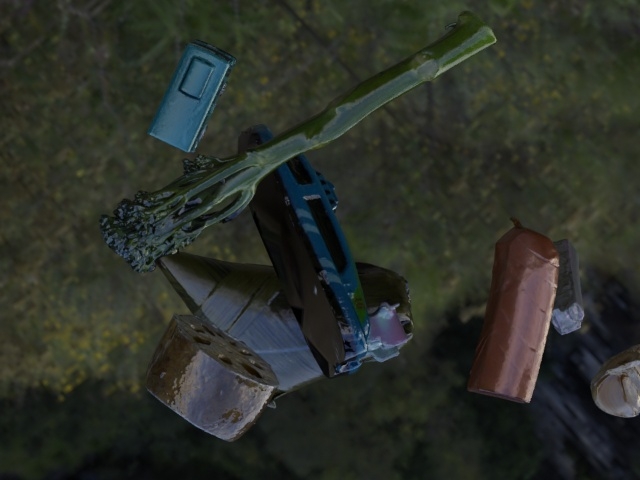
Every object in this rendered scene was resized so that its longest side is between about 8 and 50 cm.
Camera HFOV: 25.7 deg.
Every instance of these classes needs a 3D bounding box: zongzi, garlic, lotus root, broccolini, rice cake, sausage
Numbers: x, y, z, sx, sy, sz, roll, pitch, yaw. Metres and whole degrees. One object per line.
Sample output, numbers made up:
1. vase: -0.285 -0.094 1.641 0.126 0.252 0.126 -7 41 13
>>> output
1. zongzi: -0.053 0.067 1.879 0.286 0.138 0.300 -25 120 23
2. garlic: 0.439 0.199 2.019 0.113 0.074 0.094 -35 121 2
3. lotus root: -0.104 0.128 1.308 0.081 0.122 0.112 -56 -168 0
4. broccolini: -0.025 -0.097 1.265 0.392 0.074 0.079 -31 156 -2
5. rice cake: 0.334 0.058 1.929 0.049 0.055 0.270 -10 -164 11
6. sausage: 0.183 0.063 1.304 0.065 0.065 0.169 27 75 -62

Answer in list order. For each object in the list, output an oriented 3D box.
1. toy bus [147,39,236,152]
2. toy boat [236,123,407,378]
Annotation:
1. toy bus: -0.191 -0.216 2.091 0.092 0.079 0.160 -76 -169 -84
2. toy boat: 0.000 0.000 1.569 0.092 0.299 0.134 -18 163 -16
